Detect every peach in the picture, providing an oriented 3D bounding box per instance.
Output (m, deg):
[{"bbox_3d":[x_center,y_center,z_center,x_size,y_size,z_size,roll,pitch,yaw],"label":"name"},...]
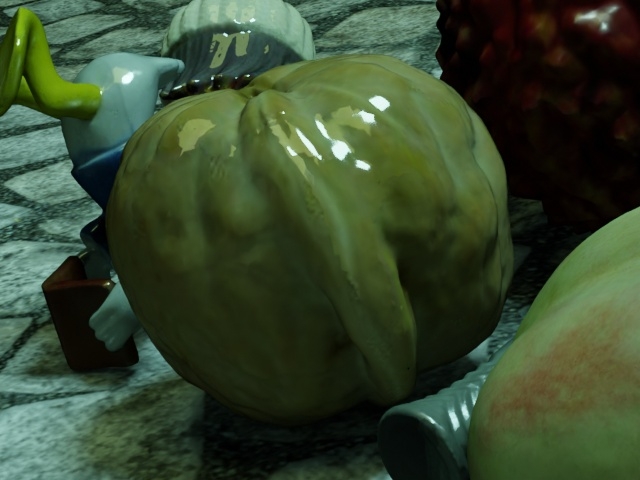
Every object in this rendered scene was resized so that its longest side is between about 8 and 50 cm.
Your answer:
[{"bbox_3d":[0.228,0.095,0.870,0.292,0.247,0.292,-22,1,0],"label":"peach"}]

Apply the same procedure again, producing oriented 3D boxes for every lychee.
[{"bbox_3d":[0.324,-0.221,1.419,0.424,0.424,0.500,14,54,48],"label":"lychee"}]

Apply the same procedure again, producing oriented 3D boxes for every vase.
[{"bbox_3d":[0.146,0.097,1.124,0.237,0.115,0.115,-28,27,-34],"label":"vase"}]

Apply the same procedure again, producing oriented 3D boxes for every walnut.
[{"bbox_3d":[0.000,0.000,1.205,0.296,0.285,0.285,-25,23,-12],"label":"walnut"}]

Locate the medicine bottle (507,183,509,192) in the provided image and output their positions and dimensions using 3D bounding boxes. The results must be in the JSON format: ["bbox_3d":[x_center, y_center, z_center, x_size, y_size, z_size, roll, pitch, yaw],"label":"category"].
[{"bbox_3d":[0.131,-0.078,1.621,0.121,0.083,0.229,-4,19,7],"label":"medicine bottle"}]

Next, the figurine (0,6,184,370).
[{"bbox_3d":[-0.135,-0.020,1.383,0.338,0.283,0.204,11,-7,-19],"label":"figurine"}]

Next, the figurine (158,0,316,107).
[{"bbox_3d":[-0.102,-0.157,1.765,0.185,0.204,0.332,-3,21,12],"label":"figurine"}]
